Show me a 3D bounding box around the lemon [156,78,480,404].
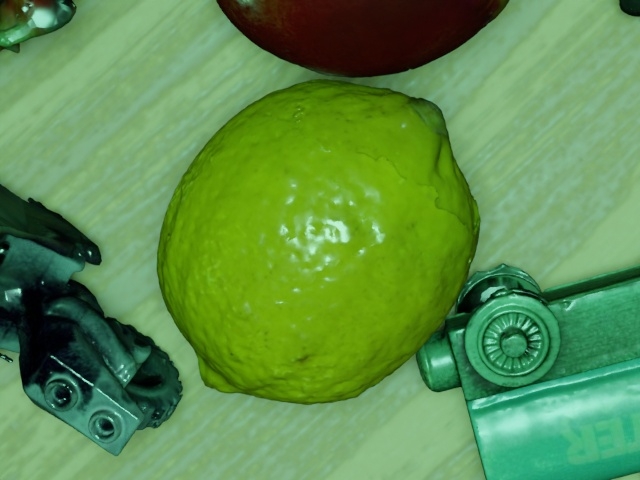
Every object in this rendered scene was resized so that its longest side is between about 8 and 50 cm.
[{"bbox_3d":[-0.001,0.003,1.001,0.180,0.180,0.193,13,90,2],"label":"lemon"}]

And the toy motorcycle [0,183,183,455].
[{"bbox_3d":[-0.207,0.033,1.019,0.270,0.159,0.106,37,113,4],"label":"toy motorcycle"}]

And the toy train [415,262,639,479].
[{"bbox_3d":[0.188,0.076,1.034,0.248,0.101,0.159,-16,103,4],"label":"toy train"}]

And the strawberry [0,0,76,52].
[{"bbox_3d":[-0.276,-0.219,1.050,0.233,0.138,0.306,-15,64,-16],"label":"strawberry"}]

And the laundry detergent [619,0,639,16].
[{"bbox_3d":[0.201,-0.249,1.039,0.099,0.070,0.226,0,89,-4],"label":"laundry detergent"}]

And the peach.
[{"bbox_3d":[0.018,-0.181,0.996,0.197,0.197,0.197,0,90,3],"label":"peach"}]
